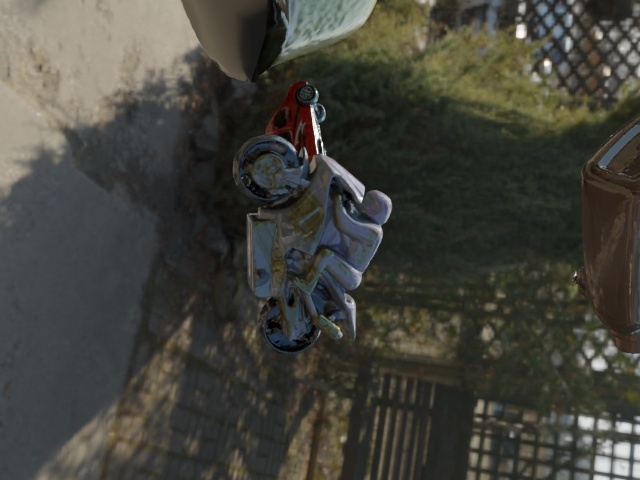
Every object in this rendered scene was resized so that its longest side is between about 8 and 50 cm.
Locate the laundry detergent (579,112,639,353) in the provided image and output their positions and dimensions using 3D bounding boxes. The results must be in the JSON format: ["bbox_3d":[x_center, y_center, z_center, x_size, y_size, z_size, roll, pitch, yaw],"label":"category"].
[{"bbox_3d":[0.316,-0.008,0.765,0.171,0.076,0.237,-38,134,-20],"label":"laundry detergent"}]

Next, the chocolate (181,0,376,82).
[{"bbox_3d":[-0.053,-0.439,1.237,0.297,0.314,0.326,-27,160,-20],"label":"chocolate"}]

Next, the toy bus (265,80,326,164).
[{"bbox_3d":[-0.032,-0.138,1.227,0.081,0.089,0.195,55,26,-73],"label":"toy bus"}]

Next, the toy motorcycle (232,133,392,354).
[{"bbox_3d":[0.000,0.000,0.814,0.073,0.152,0.225,-132,-147,-71],"label":"toy motorcycle"}]

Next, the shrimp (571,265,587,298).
[{"bbox_3d":[0.293,0.050,0.889,0.092,0.038,0.029,40,77,-38],"label":"shrimp"}]
